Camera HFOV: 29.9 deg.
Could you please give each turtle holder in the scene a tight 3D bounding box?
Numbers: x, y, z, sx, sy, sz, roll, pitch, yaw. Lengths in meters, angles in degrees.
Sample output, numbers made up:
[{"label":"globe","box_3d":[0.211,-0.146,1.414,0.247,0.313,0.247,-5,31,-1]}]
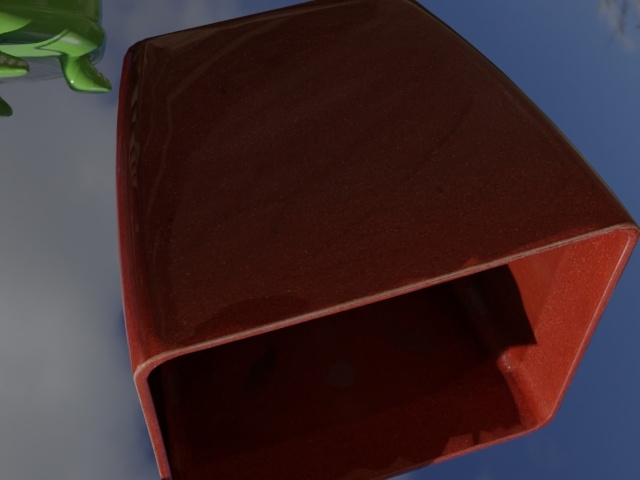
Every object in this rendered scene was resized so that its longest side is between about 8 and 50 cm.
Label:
[{"label":"turtle holder","box_3d":[-0.362,-0.249,1.152,0.320,0.243,0.227,-2,-93,-34]}]

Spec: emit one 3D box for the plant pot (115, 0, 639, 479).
[{"label":"plant pot","box_3d":[0.000,0.000,0.750,0.267,0.267,0.235,92,160,-58]}]
